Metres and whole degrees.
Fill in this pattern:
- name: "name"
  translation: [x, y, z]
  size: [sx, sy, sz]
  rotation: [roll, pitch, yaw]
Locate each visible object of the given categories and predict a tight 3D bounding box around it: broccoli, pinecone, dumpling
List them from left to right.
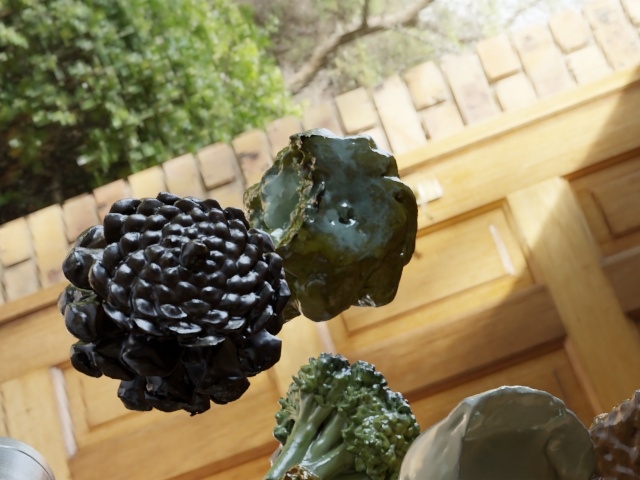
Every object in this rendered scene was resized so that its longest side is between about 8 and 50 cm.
- name: "pinecone"
  translation: [-0.088, 0.043, 0.634]
  size: [0.121, 0.140, 0.140]
  rotation: [102, -25, -52]
- name: "broccoli"
  translation: [0.010, 0.297, 1.396]
  size: [0.243, 0.247, 0.263]
  rotation: [-30, 90, -52]
- name: "dumpling"
  translation: [0.156, 0.221, 0.920]
  size: [0.131, 0.179, 0.252]
  rotation: [-122, -145, -59]

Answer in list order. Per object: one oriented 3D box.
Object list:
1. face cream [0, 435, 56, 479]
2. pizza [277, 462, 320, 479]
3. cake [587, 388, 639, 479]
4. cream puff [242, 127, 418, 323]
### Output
- name: "face cream"
  translation: [-0.440, 0.366, 1.404]
  size: [0.153, 0.177, 0.177]
  rotation: [-127, -165, -74]
- name: "pizza"
  translation: [-0.016, 0.317, 1.228]
  size: [0.046, 0.175, 0.134]
  rotation: [-52, 147, -61]
- name: "cake"
  translation: [0.405, 0.313, 1.192]
  size: [0.290, 0.255, 0.282]
  rotation: [3, 59, -45]
- name: "cream puff"
  translation: [0.006, -0.004, 1.721]
  size: [0.270, 0.274, 0.323]
  rotation: [-41, -148, 59]
